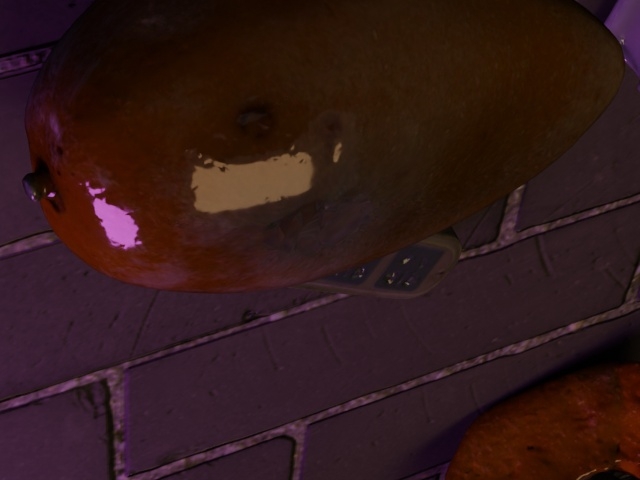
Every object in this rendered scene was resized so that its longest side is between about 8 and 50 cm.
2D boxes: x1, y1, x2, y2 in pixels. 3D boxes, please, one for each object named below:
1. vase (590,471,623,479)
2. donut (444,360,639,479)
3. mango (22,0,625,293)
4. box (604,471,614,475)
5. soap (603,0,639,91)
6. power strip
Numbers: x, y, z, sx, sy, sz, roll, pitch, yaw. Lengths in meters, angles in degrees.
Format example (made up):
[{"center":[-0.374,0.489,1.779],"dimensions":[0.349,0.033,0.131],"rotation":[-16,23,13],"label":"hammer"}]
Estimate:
[{"center":[0.343,0.329,1.624],"dimensions":[0.128,0.248,0.128],"rotation":[-32,149,-23],"label":"vase"},{"center":[0.264,0.259,1.532],"dimensions":[0.303,0.303,0.110],"rotation":[-30,156,-2],"label":"donut"},{"center":[0.006,-0.082,0.962],"dimensions":[0.384,0.199,0.221],"rotation":[-14,143,-26],"label":"mango"},{"center":[0.253,0.292,1.762],"dimensions":[0.050,0.041,0.207],"rotation":[-5,137,-27],"label":"box"},{"center":[0.323,-0.218,1.137],"dimensions":[0.159,0.087,0.265],"rotation":[-3,136,-35],"label":"soap"},{"center":[-0.001,-0.002,1.196],"dimensions":[0.286,0.048,0.080],"rotation":[9,130,-46],"label":"power strip"}]
